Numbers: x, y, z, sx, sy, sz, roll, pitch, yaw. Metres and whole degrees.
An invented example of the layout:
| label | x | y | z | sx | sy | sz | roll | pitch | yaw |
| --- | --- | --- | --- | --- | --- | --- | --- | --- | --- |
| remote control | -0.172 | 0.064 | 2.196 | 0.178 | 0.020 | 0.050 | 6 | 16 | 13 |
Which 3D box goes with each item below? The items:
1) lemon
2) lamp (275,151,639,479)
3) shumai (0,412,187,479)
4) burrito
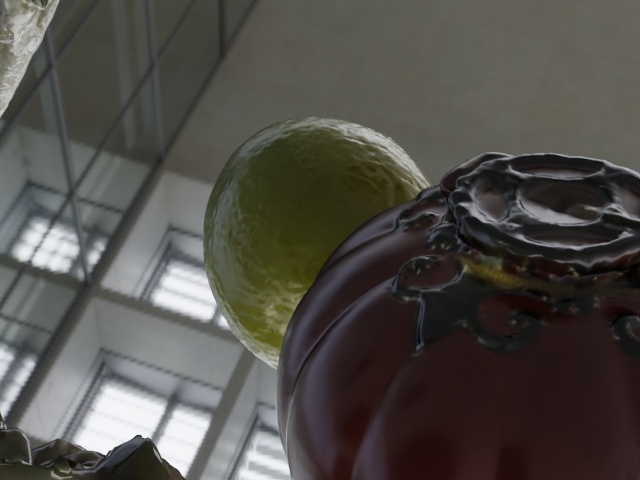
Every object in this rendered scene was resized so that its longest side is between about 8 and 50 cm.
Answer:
| label | x | y | z | sx | sy | sz | roll | pitch | yaw |
| --- | --- | --- | --- | --- | --- | --- | --- | --- | --- |
| lemon | 0.000 | 0.000 | 0.923 | 0.184 | 0.184 | 0.248 | -19 | -134 | -18 |
| lamp | 0.124 | 0.086 | 0.694 | 0.303 | 0.257 | 0.303 | -1 | -149 | 1 |
| shumai | -0.178 | 0.201 | 0.386 | 0.346 | 0.217 | 0.283 | 10 | -124 | -4 |
| burrito | -0.340 | -0.173 | 1.238 | 0.082 | 0.275 | 0.059 | 37 | -142 | -7 |
